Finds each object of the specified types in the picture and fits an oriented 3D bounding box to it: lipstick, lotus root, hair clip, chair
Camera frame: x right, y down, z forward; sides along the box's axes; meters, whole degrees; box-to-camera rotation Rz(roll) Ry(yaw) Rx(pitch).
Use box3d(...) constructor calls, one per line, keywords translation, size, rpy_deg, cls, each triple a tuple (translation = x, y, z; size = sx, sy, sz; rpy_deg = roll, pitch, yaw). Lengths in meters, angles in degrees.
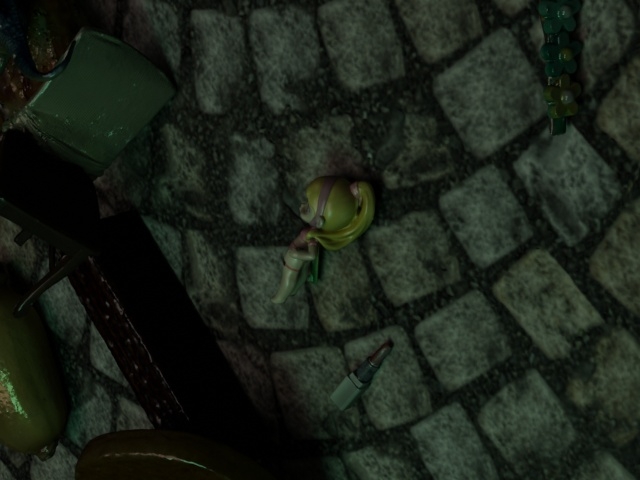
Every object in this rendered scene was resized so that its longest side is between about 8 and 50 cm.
box3d(translation=(0.051, 0.155, 1.518), size=(0.025, 0.025, 0.107), rpy_deg=(48, 123, 18), cls="lipstick")
box3d(translation=(-0.458, 0.182, 1.890), size=(0.146, 0.130, 0.303), rpy_deg=(-19, 91, 41), cls="lotus root")
box3d(translation=(0.224, -0.185, 1.246), size=(0.049, 0.049, 0.173), rpy_deg=(1, 103, 40), cls="hair clip")
box3d(translation=(-0.321, -0.080, 1.583), size=(0.319, 0.160, 0.186), rpy_deg=(-40, 35, 23), cls="chair")

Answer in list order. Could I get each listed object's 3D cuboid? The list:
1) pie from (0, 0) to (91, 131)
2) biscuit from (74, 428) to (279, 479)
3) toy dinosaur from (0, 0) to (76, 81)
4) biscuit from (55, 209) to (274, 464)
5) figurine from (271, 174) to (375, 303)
box3d(translation=(-0.386, -0.223, 1.726), size=(0.308, 0.085, 0.308), rpy_deg=(10, 105, 41), cls="pie")
box3d(translation=(-0.156, 0.352, 1.615), size=(0.314, 0.063, 0.367), rpy_deg=(-5, 134, 28), cls="biscuit")
box3d(translation=(-0.407, -0.268, 1.616), size=(0.147, 0.076, 0.363), rpy_deg=(-59, 44, 27), cls="toy dinosaur")
box3d(translation=(-0.203, 0.136, 1.673), size=(0.073, 0.107, 0.388), rpy_deg=(-42, 76, 40), cls="biscuit")
box3d(translation=(0.000, 0.000, 1.486), size=(0.083, 0.083, 0.187), rpy_deg=(41, 120, 23), cls="figurine")
